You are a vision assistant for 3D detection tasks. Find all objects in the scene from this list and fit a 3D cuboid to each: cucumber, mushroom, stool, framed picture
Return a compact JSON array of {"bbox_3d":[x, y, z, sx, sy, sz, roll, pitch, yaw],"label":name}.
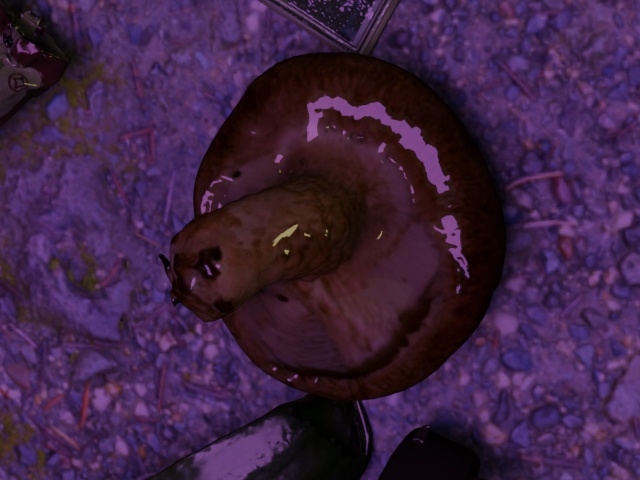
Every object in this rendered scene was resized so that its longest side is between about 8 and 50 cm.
[{"bbox_3d":[-0.096,0.237,1.640,0.325,0.105,0.145,-31,91,21],"label":"cucumber"},{"bbox_3d":[0.018,0.006,1.494,0.267,0.254,0.267,3,127,3],"label":"mushroom"},{"bbox_3d":[0.083,0.248,1.566,0.121,0.125,0.217,27,120,10],"label":"stool"},{"bbox_3d":[0.017,-0.251,1.521,0.142,0.011,0.183,34,112,10],"label":"framed picture"}]

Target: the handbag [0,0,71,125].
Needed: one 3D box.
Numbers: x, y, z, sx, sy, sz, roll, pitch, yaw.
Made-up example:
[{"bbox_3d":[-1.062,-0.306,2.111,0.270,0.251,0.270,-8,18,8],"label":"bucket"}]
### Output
[{"bbox_3d":[-0.353,-0.149,1.625,0.235,0.127,0.213,-41,88,12],"label":"handbag"}]
